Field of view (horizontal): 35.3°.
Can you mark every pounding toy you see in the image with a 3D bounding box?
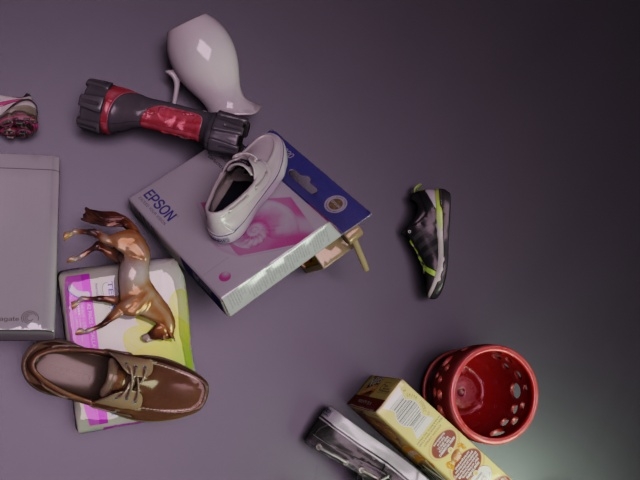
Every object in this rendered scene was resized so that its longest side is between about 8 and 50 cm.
[{"bbox_3d":[0.007,0.007,1.909,0.094,0.206,0.181,-36,95,-17],"label":"pounding toy"}]

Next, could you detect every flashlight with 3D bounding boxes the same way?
[{"bbox_3d":[-0.291,-0.218,1.862,0.304,0.103,0.103,15,85,2],"label":"flashlight"}]

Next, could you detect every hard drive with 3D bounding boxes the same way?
[{"bbox_3d":[-0.577,0.004,1.748,0.233,0.047,0.353,1,61,-14],"label":"hard drive"}]

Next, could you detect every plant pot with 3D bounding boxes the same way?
[{"bbox_3d":[0.307,0.301,1.981,0.191,0.174,0.191,2,83,-16],"label":"plant pot"}]

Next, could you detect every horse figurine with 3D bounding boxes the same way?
[{"bbox_3d":[-0.355,0.058,1.770,0.175,0.066,0.263,-7,81,-14],"label":"horse figurine"}]

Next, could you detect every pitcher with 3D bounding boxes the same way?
[{"bbox_3d":[-0.234,-0.312,1.929,0.178,0.125,0.207,-25,103,-2],"label":"pitcher"}]

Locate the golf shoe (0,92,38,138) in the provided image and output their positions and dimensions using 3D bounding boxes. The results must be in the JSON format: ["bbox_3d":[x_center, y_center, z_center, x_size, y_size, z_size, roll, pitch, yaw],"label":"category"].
[{"bbox_3d":[-0.612,-0.228,1.835,0.186,0.067,0.086,-4,59,-16],"label":"golf shoe"}]

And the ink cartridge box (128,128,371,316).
[{"bbox_3d":[-0.133,-0.063,1.850,0.330,0.071,0.324,-37,53,-16],"label":"ink cartridge box"}]

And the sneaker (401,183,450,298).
[{"bbox_3d":[0.213,0.003,2.051,0.097,0.084,0.234,3,81,8],"label":"sneaker"}]

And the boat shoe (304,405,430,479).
[{"bbox_3d":[0.108,0.449,1.941,0.306,0.113,0.105,37,82,-7],"label":"boat shoe"}]

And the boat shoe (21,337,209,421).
[{"bbox_3d":[-0.349,0.245,1.721,0.325,0.116,0.123,10,82,-13],"label":"boat shoe"}]

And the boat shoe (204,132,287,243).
[{"bbox_3d":[-0.130,-0.113,1.791,0.095,0.084,0.258,8,51,17],"label":"boat shoe"}]

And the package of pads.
[{"bbox_3d":[-0.348,0.186,1.840,0.229,0.101,0.296,-7,87,-17],"label":"package of pads"}]

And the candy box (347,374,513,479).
[{"bbox_3d":[0.215,0.395,1.939,0.316,0.183,0.087,44,77,-8],"label":"candy box"}]
